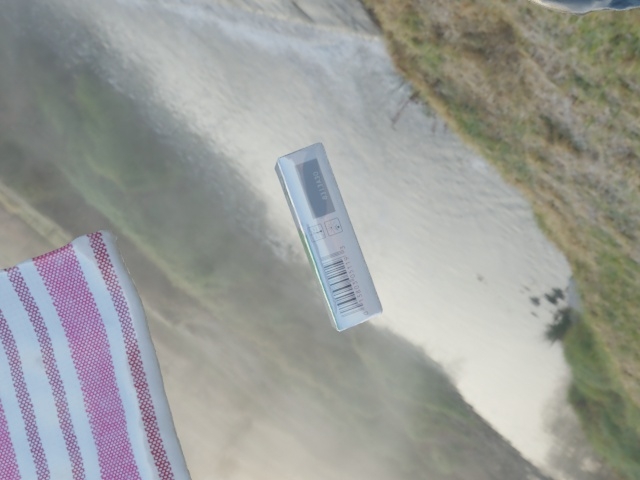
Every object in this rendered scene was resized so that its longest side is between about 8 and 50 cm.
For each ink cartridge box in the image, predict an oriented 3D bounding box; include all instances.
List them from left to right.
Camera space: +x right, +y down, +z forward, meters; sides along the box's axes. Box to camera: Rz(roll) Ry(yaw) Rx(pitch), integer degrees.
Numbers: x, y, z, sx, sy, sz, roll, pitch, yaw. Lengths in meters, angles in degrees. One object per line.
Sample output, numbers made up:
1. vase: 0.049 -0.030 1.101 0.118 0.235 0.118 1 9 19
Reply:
1. ink cartridge box: 0.000 0.000 0.979 0.224 0.056 0.181 156 93 -83

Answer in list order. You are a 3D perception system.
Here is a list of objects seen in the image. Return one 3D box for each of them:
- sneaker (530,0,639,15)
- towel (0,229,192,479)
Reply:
1. sneaker: 0.160 -0.261 0.343 0.158 0.410 0.182 26 176 -6
2. towel: -0.158 0.093 0.384 0.029 0.197 0.144 61 -171 -81
